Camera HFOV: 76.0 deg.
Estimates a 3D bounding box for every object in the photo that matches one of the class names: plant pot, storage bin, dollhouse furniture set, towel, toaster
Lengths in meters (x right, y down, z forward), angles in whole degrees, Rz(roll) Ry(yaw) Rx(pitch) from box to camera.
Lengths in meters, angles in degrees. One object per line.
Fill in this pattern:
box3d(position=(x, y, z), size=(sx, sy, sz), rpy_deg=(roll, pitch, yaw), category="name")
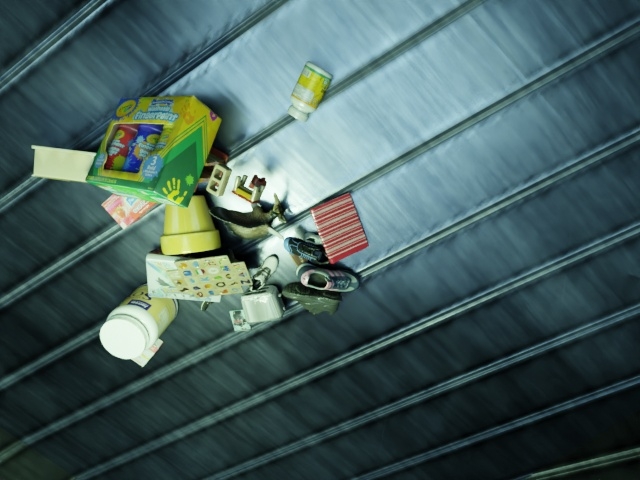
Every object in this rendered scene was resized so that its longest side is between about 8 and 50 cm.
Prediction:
box3d(position=(-0.577, -0.072, 1.801), size=(0.253, 0.254, 0.239), rpy_deg=(-5, 94, 7), category="plant pot")
box3d(position=(-1.006, -0.306, 1.736), size=(0.262, 0.260, 0.123), rpy_deg=(7, 94, 2), category="storage bin")
box3d(position=(-0.391, -0.244, 1.684), size=(0.373, 0.201, 0.152), rpy_deg=(30, 110, 11), category="dollhouse furniture set")
box3d(position=(0.087, -0.051, 1.816), size=(0.198, 0.031, 0.275), rpy_deg=(-25, 108, -10), category="towel")
box3d(position=(-0.286, 0.307, 1.965), size=(0.226, 0.129, 0.147), rpy_deg=(-10, 105, 12), category="toaster")

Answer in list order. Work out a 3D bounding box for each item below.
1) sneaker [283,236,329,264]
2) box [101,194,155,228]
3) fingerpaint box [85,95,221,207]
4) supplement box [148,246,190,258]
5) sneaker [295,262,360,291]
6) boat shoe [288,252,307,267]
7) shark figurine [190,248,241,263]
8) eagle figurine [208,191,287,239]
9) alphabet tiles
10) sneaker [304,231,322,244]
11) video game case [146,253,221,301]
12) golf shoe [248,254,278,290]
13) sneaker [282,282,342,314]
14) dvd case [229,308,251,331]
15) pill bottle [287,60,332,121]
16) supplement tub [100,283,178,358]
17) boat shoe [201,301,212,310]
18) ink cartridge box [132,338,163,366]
box3d(position=(-0.054, 0.044, 1.821), size=(0.232, 0.090, 0.082), rpy_deg=(27, 72, -36), category="sneaker")
box3d(position=(-0.780, -0.206, 1.806), size=(0.299, 0.154, 0.142), rpy_deg=(-35, 103, 17), category="box")
box3d(position=(-0.640, -0.344, 1.553), size=(0.444, 0.163, 0.372), rpy_deg=(12, 78, 32), category="fingerpaint box")
box3d(position=(-0.701, 0.102, 1.919), size=(0.188, 0.081, 0.104), rpy_deg=(9, 113, 24), category="supplement box")
box3d(position=(0.048, 0.191, 1.858), size=(0.318, 0.131, 0.112), rpy_deg=(10, 106, -18), category="sneaker")
box3d(position=(-0.087, 0.092, 1.899), size=(0.073, 0.073, 0.207), rpy_deg=(-28, 114, 6), category="boat shoe")
box3d(position=(-0.460, 0.098, 1.936), size=(0.278, 0.166, 0.116), rpy_deg=(-4, 85, 25), category="shark figurine")
box3d(position=(-0.303, -0.093, 1.792), size=(0.298, 0.225, 0.227), rpy_deg=(-19, 118, 0), category="eagle figurine")
box3d(position=(-0.484, 0.165, 1.809), size=(0.342, 0.011, 0.285), rpy_deg=(-7, 141, 2), category="alphabet tiles")
box3d(position=(0.000, 0.000, 1.861), size=(0.152, 0.061, 0.054), rpy_deg=(5, 109, 2), category="sneaker")
box3d(position=(-0.604, 0.177, 1.845), size=(0.328, 0.036, 0.300), rpy_deg=(7, 139, -14), category="video game case")
box3d(position=(-0.260, 0.160, 1.910), size=(0.077, 0.094, 0.198), rpy_deg=(34, 91, -12), category="golf shoe")
box3d(position=(-0.047, 0.290, 1.952), size=(0.286, 0.109, 0.130), rpy_deg=(14, 117, 2), category="sneaker")
box3d(position=(-0.404, 0.403, 2.070), size=(0.087, 0.013, 0.120), rpy_deg=(-7, 110, 8), category="dvd case")
box3d(position=(-0.048, -0.583, 1.619), size=(0.117, 0.118, 0.209), rpy_deg=(28, 110, -5), category="pill bottle")
box3d(position=(-0.844, 0.372, 1.927), size=(0.240, 0.331, 0.241), rpy_deg=(2, 110, 4), category="supplement tub")
box3d(position=(-0.550, 0.298, 2.024), size=(0.042, 0.049, 0.133), rpy_deg=(31, 106, 2), category="boat shoe")
box3d(position=(-0.935, 0.579, 2.152), size=(0.115, 0.067, 0.198), rpy_deg=(39, 109, -10), category="ink cartridge box")
